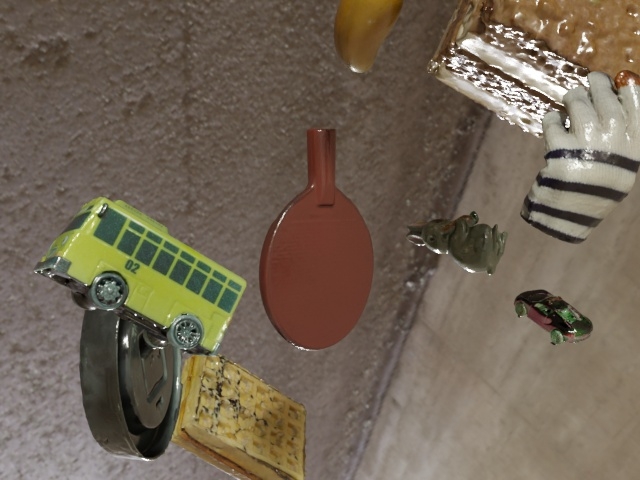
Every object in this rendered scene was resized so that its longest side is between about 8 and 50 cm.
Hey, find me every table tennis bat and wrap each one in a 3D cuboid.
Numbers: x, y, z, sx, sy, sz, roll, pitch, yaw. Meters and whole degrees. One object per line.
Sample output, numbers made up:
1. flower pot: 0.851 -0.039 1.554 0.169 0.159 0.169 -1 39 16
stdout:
1. table tennis bat: 0.000 0.000 1.447 0.268 0.051 0.415 -4 97 -40

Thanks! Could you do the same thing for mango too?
1. mango: 0.071 -0.349 1.224 0.102 0.085 0.184 -7 141 -30

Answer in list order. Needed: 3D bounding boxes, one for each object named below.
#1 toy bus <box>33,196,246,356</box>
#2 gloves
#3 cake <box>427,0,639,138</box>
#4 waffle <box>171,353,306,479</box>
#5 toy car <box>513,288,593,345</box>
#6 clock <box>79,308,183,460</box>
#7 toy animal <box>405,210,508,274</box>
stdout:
1. toy bus: -0.167 0.035 0.734 0.175 0.088 0.101 34 70 -24
2. gloves: 0.352 -0.112 1.009 0.131 0.140 0.219 -65 179 -68
3. cake: 0.354 -0.339 1.208 0.256 0.282 0.290 -62 -175 -10
4. waffle: -0.192 0.453 1.944 0.114 0.261 0.376 -34 122 30
5. toy car: 0.381 0.119 1.280 0.069 0.142 0.055 -13 124 -29
6. clock: -0.258 0.167 1.094 0.055 0.281 0.281 -4 152 7
7. toy animal: 0.291 0.000 1.740 0.108 0.236 0.138 30 67 -66
